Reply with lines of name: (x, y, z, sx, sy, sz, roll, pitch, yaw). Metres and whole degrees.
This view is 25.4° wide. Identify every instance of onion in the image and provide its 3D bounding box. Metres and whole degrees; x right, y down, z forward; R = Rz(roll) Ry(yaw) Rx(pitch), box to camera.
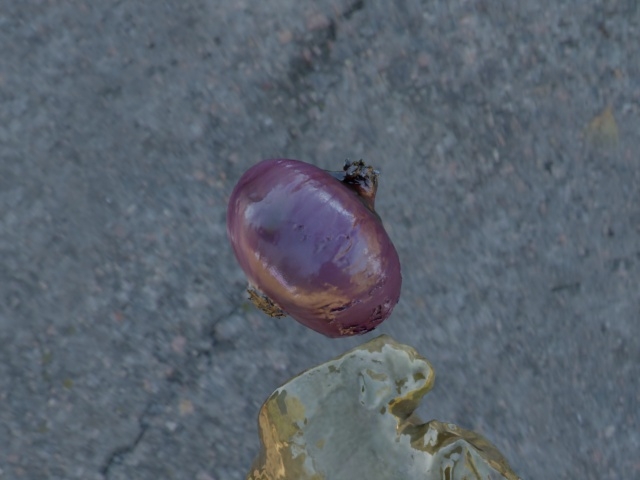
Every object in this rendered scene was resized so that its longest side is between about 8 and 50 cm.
onion: (0.000, 0.000, 0.800, 0.115, 0.115, 0.104, 30, 75, 22)

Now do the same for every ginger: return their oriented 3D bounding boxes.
ginger: (0.051, 0.153, 0.670, 0.137, 0.074, 0.213, -38, 79, 40)
